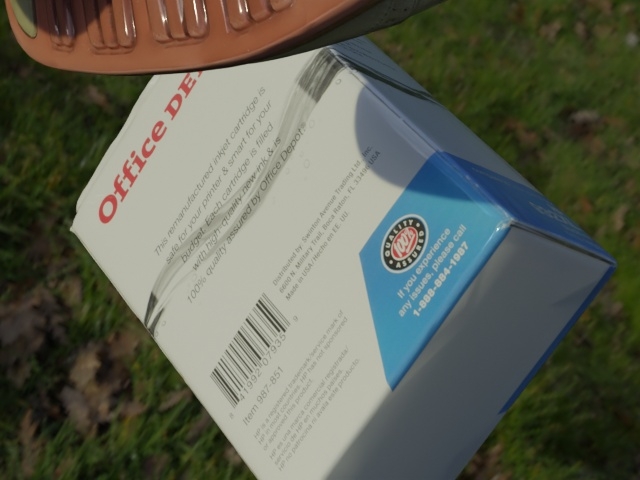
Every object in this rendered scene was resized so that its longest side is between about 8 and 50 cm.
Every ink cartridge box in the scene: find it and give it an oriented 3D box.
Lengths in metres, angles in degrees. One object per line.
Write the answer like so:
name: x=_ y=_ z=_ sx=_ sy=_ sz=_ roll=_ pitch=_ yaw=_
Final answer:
ink cartridge box: x=0.000 y=0.000 z=0.939 sx=0.129 sy=0.223 sz=0.307 roll=16 pitch=24 yaw=-47

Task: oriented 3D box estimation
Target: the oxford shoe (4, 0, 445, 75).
oxford shoe: x=0.039 y=-0.140 z=0.573 sx=0.146 sy=0.397 sz=0.140 roll=3 pitch=80 yaw=-54
